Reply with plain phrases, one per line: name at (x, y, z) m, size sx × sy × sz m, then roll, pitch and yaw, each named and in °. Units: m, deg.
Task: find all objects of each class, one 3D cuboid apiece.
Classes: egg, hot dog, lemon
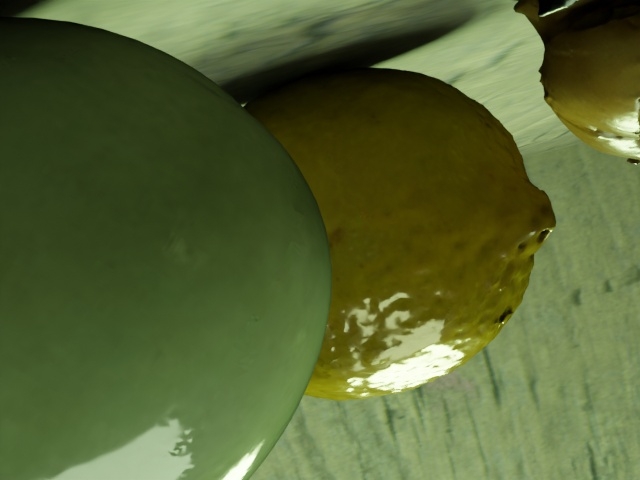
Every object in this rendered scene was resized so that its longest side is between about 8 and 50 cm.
egg at (-0.109, 0.024, 0.482) m, size 0.253 × 0.187 × 0.186 m, roll -13°, pitch 180°, yaw 37°
hot dog at (0.222, -0.099, 0.824) m, size 0.194 × 0.107 × 0.326 m, roll -16°, pitch 179°, yaw 35°
lemon at (0.014, -0.002, 0.851) m, size 0.256 × 0.188 × 0.188 m, roll -11°, pitch -179°, yaw 32°
